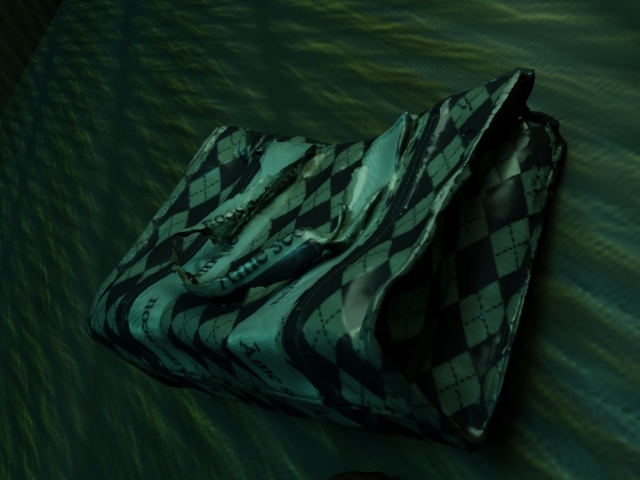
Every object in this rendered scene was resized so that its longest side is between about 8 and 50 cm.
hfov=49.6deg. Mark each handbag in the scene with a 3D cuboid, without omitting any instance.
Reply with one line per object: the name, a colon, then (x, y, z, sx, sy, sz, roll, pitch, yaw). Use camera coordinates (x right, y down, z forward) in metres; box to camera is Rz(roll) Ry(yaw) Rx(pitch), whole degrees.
handbag: (0.000, 0.000, 0.643, 0.416, 0.180, 0.316, -3, 49, 48)

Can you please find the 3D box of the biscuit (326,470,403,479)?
biscuit: (0.026, 0.266, 0.509, 0.192, 0.049, 0.192, -32, 45, 38)
